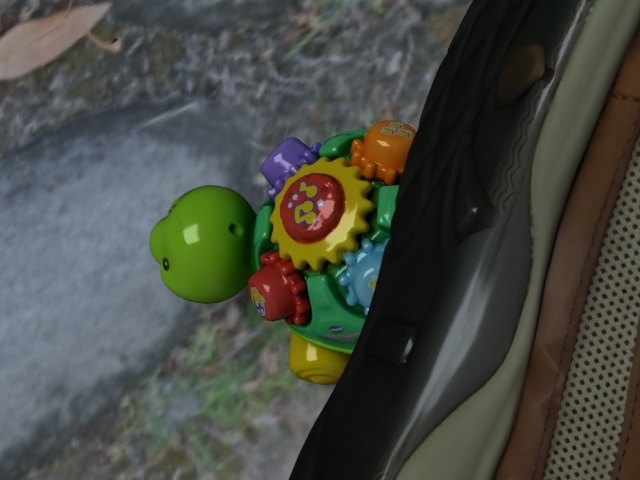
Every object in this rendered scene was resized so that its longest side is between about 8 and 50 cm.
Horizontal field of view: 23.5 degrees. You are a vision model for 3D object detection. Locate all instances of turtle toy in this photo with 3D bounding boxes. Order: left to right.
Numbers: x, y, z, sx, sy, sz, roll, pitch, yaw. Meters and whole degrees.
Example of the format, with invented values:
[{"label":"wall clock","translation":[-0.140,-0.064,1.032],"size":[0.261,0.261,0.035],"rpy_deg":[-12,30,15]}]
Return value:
[{"label":"turtle toy","translation":[0.000,0.000,0.554],"size":[0.130,0.066,0.095],"rpy_deg":[-9,66,32]}]

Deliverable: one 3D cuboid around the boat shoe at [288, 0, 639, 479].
[{"label":"boat shoe","translation":[0.083,0.015,0.463],"size":[0.122,0.119,0.324],"rpy_deg":[-148,80,-79]}]
